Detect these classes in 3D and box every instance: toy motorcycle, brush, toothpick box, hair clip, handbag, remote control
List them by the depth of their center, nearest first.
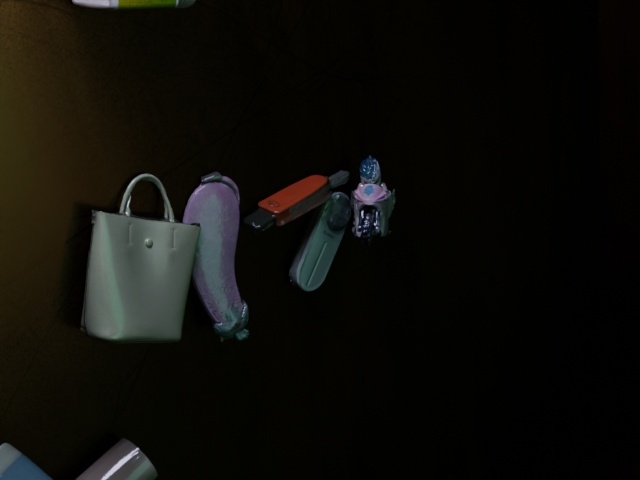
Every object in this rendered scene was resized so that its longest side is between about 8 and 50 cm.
[{"bbox_3d":[-0.327,0.036,1.488,0.241,0.109,0.315,8,94,-48],"label":"handbag"},{"bbox_3d":[-0.418,0.484,1.543,0.181,0.111,0.111,-42,131,-31],"label":"toothpick box"},{"bbox_3d":[-0.215,0.040,1.641,0.095,0.110,0.358,-79,165,-71],"label":"hair clip"},{"bbox_3d":[-0.045,-0.097,1.780,0.323,0.070,0.051,-31,127,-41],"label":"brush"},{"bbox_3d":[0.000,0.000,1.874,0.104,0.052,0.247,32,79,-50],"label":"remote control"},{"bbox_3d":[0.128,-0.104,1.904,0.108,0.239,0.204,-2,102,-4],"label":"toy motorcycle"}]

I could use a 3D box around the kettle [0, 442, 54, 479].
[{"bbox_3d":[-0.465,0.527,1.322,0.342,0.319,0.247,39,85,-5],"label":"kettle"}]

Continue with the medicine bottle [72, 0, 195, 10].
[{"bbox_3d":[-0.300,-0.429,1.322,0.188,0.132,0.088,-18,117,-44],"label":"medicine bottle"}]
